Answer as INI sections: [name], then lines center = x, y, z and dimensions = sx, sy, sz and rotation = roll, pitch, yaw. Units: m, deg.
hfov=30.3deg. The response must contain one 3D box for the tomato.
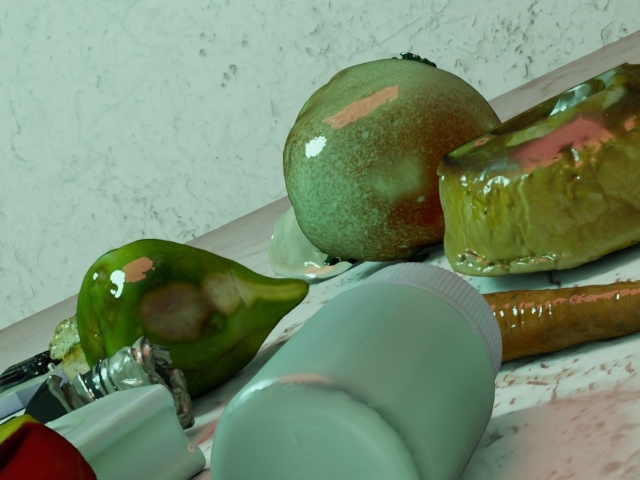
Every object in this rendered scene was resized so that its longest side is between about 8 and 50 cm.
[tomato]
center = 0.092, -0.115, 1.577
dimensions = 0.303, 0.239, 0.303
rotation = -16, 22, 7

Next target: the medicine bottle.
[medicine bottle]
center = 0.034, 0.106, 0.755
dimensions = 0.139, 0.139, 0.225
rotation = -22, 9, 27

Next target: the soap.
[soap]
center = -0.261, 0.237, 1.021
dimensions = 0.173, 0.095, 0.289
rotation = -17, 12, 47

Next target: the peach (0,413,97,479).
[peach]
center = -0.243, 0.228, 0.770
dimensions = 0.154, 0.159, 0.267
rotation = -34, 0, 34

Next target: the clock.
[clock]
center = -0.471, 0.224, 1.946
dimensions = 0.198, 0.064, 0.172
rotation = -23, 9, 16

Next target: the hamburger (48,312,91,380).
[hamburger]
center = -0.254, 0.124, 1.666
dimensions = 0.262, 0.124, 0.131
rotation = -21, 9, 30

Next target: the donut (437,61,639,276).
[donut]
center = 0.258, -0.080, 1.212
dimensions = 0.330, 0.160, 0.330
rotation = -18, 10, 3

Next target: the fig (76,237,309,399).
[fig]
center = -0.136, 0.088, 1.377
dimensions = 0.275, 0.206, 0.206
rotation = -8, -3, -31

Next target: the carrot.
[carrot]
center = 0.195, 0.057, 0.906
dimensions = 0.209, 0.061, 0.061
rotation = -15, 13, 41

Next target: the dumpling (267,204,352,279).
[dumpling]
center = 0.000, 0.003, 1.760
dimensions = 0.181, 0.111, 0.155
rotation = -49, 25, 34

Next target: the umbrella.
[umbrella]
center = -0.293, 0.218, 1.251
dimensions = 0.357, 0.113, 0.106
rotation = -29, -9, 24
